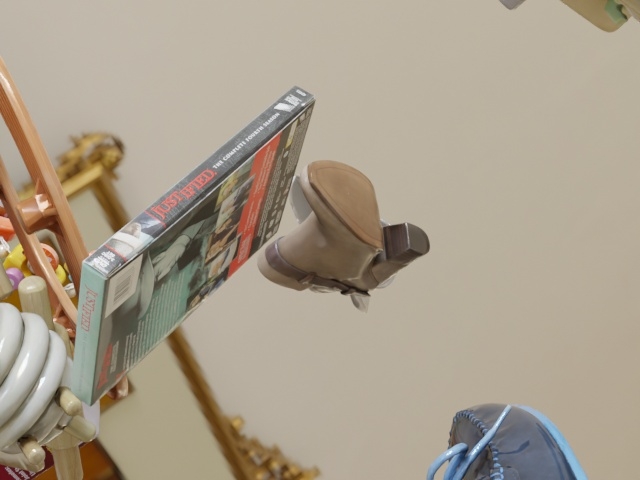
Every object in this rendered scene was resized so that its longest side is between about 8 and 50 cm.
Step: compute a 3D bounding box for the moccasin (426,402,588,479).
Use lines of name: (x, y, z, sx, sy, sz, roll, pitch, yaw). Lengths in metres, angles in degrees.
moccasin: (0.130, 0.207, 0.866, 0.342, 0.117, 0.137, -118, -154, -73)

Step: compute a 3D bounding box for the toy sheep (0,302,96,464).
toy sheep: (-0.175, 0.078, 0.672, 0.132, 0.091, 0.091, 45, -13, -29)

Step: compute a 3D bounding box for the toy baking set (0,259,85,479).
toy baking set: (-0.220, 0.077, 0.825, 0.197, 0.030, 0.256, 25, -47, 41)

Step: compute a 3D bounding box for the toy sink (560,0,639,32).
toy sink: (0.407, -0.330, 1.470, 0.153, 0.234, 0.131, 25, 32, -36)

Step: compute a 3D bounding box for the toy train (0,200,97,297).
toy train: (-0.240, 0.000, 1.126, 0.046, 0.166, 0.125, -53, -148, 31)

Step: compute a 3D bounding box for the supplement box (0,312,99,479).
supplement box: (-0.346, 0.191, 1.179, 0.130, 0.239, 0.073, 53, 7, -24)

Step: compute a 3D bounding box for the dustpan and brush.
dustpan and brush: (0.038, 0.022, 1.377, 0.147, 0.060, 0.211, 30, -12, 26)

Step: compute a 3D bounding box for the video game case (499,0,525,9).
video game case: (0.340, -0.391, 1.225, 0.036, 0.300, 0.329, 45, -25, -6)

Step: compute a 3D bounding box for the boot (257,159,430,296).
boot: (0.000, 0.000, 0.677, 0.087, 0.042, 0.118, -20, -37, 34)

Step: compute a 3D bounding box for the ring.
ring: (-0.224, -0.032, 0.894, 0.336, 0.032, 0.336, 54, -21, 33)

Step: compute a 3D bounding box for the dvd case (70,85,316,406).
dvd case: (-0.048, 0.001, 0.467, 0.013, 0.119, 0.087, 35, -37, 13)
